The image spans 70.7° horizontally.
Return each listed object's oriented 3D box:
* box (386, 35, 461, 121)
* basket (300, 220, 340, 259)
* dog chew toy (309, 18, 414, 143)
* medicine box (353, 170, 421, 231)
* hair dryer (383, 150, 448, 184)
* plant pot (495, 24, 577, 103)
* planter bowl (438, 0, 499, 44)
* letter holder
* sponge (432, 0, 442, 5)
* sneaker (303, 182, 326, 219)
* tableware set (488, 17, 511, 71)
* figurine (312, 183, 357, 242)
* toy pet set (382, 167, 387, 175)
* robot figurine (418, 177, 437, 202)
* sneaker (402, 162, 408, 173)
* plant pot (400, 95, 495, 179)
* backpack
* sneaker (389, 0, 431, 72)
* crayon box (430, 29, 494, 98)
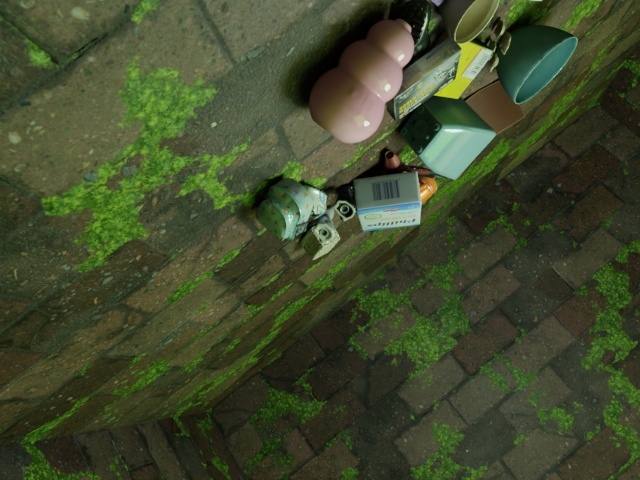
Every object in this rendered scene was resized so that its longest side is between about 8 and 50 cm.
[{"bbox_3d":[0.301,-0.472,1.342,0.231,0.056,0.183,-36,169,5],"label":"box"},{"bbox_3d":[0.000,0.000,1.983,0.113,0.103,0.167,-27,168,-30],"label":"basket"},{"bbox_3d":[0.119,-0.423,1.186,0.331,0.206,0.207,-52,157,14],"label":"dog chew toy"},{"bbox_3d":[0.292,-0.162,1.948,0.264,0.149,0.289,-7,162,9],"label":"medicine box"},{"bbox_3d":[0.372,-0.310,1.890,0.294,0.080,0.224,16,164,-32],"label":"hair dryer"},{"bbox_3d":[0.795,-0.706,1.737,0.290,0.195,0.290,-33,160,-14],"label":"plant pot"},{"bbox_3d":[0.409,-0.663,1.285,0.162,0.109,0.162,-33,160,-14],"label":"planter bowl"},{"bbox_3d":[0.730,-0.569,2.035,0.302,0.214,0.152,-33,-169,-18],"label":"letter holder"},{"bbox_3d":[0.294,-0.688,1.146,0.210,0.031,0.117,-10,146,-55],"label":"sponge"},{"bbox_3d":[-0.025,-0.142,1.684,0.086,0.085,0.237,-60,165,-12],"label":"sneaker"},{"bbox_3d":[0.622,-0.685,1.588,0.020,0.168,0.141,8,142,-5],"label":"tableware set"},{"bbox_3d":[0.060,-0.118,1.823,0.215,0.092,0.209,-48,-165,26],"label":"figurine"},{"bbox_3d":[0.263,-0.244,2.005,0.122,0.065,0.114,-38,160,-1],"label":"toy pet set"},{"bbox_3d":[0.506,-0.255,2.314,0.219,0.128,0.158,-41,136,5],"label":"robot figurine"},{"bbox_3d":[0.403,-0.278,2.134,0.081,0.094,0.208,-39,162,-5],"label":"sneaker"},{"bbox_3d":[0.462,-0.414,1.750,0.252,0.247,0.247,-1,140,-42],"label":"plant pot"},{"bbox_3d":[-0.117,-0.105,1.496,0.144,0.166,0.188,-32,159,-46],"label":"backpack"},{"bbox_3d":[0.255,-0.568,1.257,0.124,0.107,0.283,-37,170,-18],"label":"sneaker"},{"bbox_3d":[0.438,-0.595,1.526,0.319,0.081,0.202,-15,149,-50],"label":"crayon box"}]
